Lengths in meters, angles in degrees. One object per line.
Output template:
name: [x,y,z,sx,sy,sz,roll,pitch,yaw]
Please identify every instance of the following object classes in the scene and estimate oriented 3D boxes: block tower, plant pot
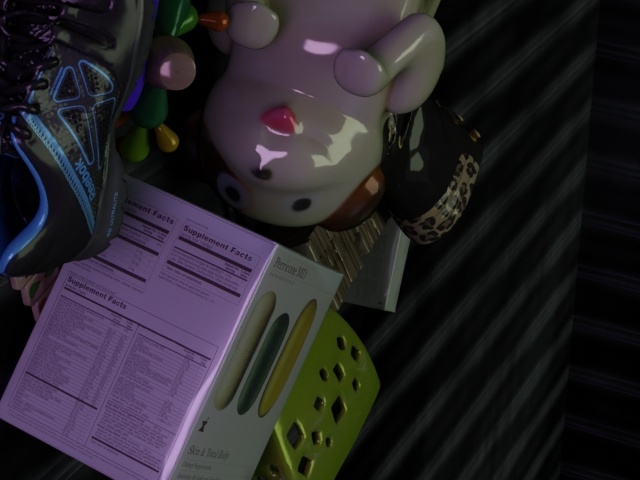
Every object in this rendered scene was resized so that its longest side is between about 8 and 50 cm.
block tower: [0.000,0.000,2.152,0.091,0.097,0.335,63,19,-12]
plant pot: [-0.088,0.149,1.935,0.227,0.228,0.207,-58,146,-42]

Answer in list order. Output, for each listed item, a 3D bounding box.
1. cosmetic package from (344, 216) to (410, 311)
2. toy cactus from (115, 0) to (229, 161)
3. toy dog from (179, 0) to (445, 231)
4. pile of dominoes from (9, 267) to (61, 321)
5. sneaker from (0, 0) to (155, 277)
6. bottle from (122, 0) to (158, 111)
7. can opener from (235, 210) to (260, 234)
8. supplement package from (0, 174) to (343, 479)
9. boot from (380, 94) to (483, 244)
cosmetic package: [0.078,-0.027,2.445,0.060,0.099,0.239,17,86,-69]
toy cactus: [-0.143,-0.166,1.639,0.219,0.112,0.180,-66,-160,9]
toy dog: [-0.007,-0.216,1.901,0.395,0.284,0.408,171,-61,-83]
pile of dominoes: [-0.220,0.022,1.768,0.251,0.040,0.196,69,37,-54]
sneaker: [-0.221,-0.130,1.437,0.139,0.125,0.341,-29,126,-59]
bottle: [-0.192,-0.260,1.554,0.092,0.118,0.283,4,100,-51]
can opener: [-0.082,-0.058,2.067,0.059,0.073,0.186,-65,166,-52]
supplement package: [-0.142,0.100,1.716,0.263,0.198,0.199,-66,158,-1]
boot: [0.105,-0.206,2.239,0.284,0.138,0.377,48,43,-47]
